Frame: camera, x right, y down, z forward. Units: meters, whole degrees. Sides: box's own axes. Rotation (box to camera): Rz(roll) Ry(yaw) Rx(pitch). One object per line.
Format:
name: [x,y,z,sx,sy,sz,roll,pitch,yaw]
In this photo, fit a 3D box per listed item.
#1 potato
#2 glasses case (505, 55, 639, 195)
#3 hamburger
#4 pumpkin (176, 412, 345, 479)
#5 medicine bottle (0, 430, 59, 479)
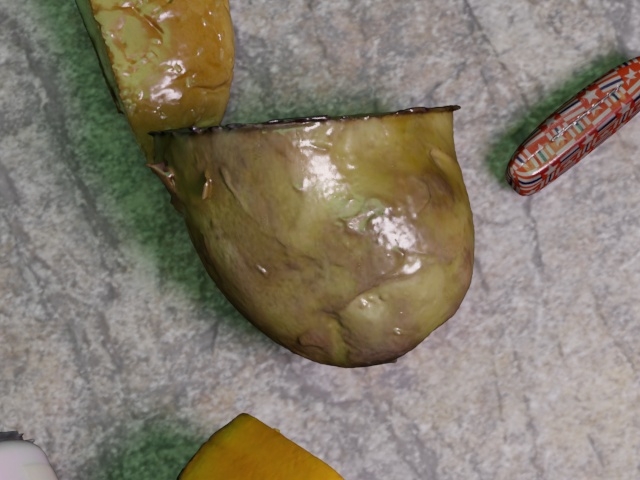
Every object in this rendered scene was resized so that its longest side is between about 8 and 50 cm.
potato: [0.000,0.000,1.545,0.301,0.289,0.237,-8,95,-39]
glasses case: [0.262,-0.118,1.637,0.194,0.073,0.049,-38,76,-8]
hamburger: [-0.155,-0.185,1.650,0.155,0.135,0.207,-15,76,1]
pumpkin: [-0.018,0.322,1.440,0.303,0.256,0.225,43,74,-14]
medicine bottle: [-0.274,0.380,1.457,0.214,0.213,0.378,-27,74,-4]
